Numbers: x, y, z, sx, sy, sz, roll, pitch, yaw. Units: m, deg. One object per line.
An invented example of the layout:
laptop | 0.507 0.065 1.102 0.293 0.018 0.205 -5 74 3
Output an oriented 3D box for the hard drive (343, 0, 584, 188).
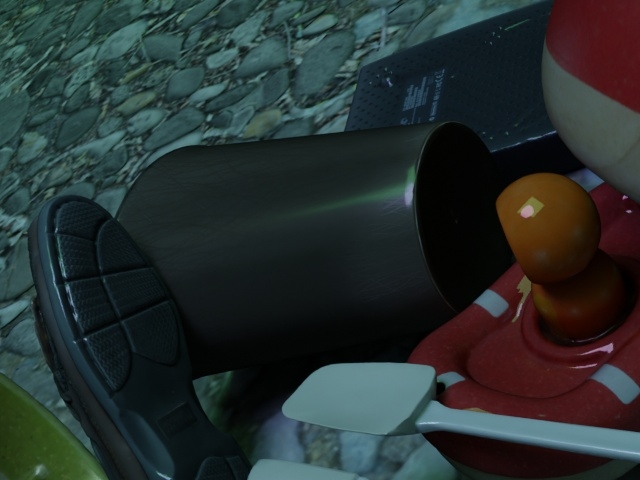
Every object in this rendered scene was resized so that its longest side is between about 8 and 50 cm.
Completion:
hard drive | 0.138 -0.105 0.952 0.255 0.054 0.172 -15 39 27

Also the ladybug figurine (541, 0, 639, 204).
ladybug figurine | 0.269 -0.127 0.662 0.305 0.161 0.449 -10 24 1

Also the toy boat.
toy boat | 0.139 0.026 0.701 0.231 0.151 0.151 -43 34 -10

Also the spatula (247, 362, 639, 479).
spatula | 0.054 0.121 0.593 0.242 0.019 0.168 1 34 39

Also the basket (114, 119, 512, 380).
basket | 0.000 0.000 0.853 0.227 0.154 0.204 -9 29 33

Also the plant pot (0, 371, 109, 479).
plant pot | -0.275 0.229 0.757 0.254 0.276 0.276 -46 33 6

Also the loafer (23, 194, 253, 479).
loafer | -0.122 0.103 0.779 0.084 0.267 0.096 -36 -12 32
